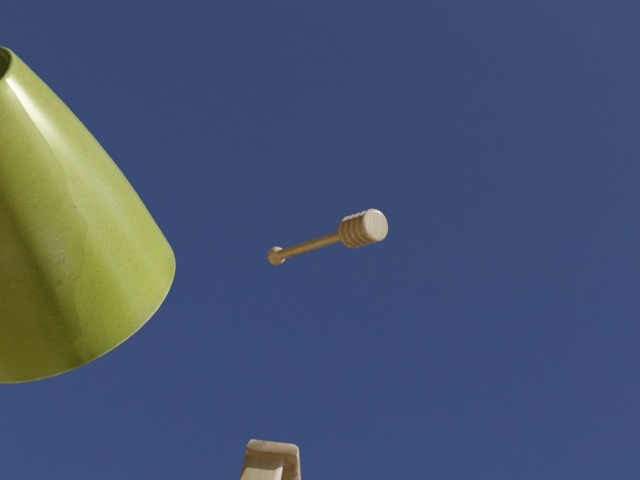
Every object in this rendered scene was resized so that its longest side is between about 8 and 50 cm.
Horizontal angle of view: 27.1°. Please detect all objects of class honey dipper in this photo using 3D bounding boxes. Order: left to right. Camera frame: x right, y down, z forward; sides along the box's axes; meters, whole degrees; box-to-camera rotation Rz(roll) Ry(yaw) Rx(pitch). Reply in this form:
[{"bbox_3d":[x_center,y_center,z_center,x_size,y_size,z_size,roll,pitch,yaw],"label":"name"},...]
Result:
[{"bbox_3d":[0.000,0.000,1.234,0.030,0.030,0.161,48,-35,-20],"label":"honey dipper"}]

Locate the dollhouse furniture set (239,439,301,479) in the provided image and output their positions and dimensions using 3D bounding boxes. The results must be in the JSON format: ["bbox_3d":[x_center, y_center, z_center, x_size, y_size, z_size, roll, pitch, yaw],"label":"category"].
[{"bbox_3d":[0.083,0.424,1.656,0.394,0.256,0.362,6,-38,7],"label":"dollhouse furniture set"}]

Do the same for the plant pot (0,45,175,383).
[{"bbox_3d":[-0.333,-0.048,1.411,0.275,0.274,0.293,-7,-53,17],"label":"plant pot"}]
